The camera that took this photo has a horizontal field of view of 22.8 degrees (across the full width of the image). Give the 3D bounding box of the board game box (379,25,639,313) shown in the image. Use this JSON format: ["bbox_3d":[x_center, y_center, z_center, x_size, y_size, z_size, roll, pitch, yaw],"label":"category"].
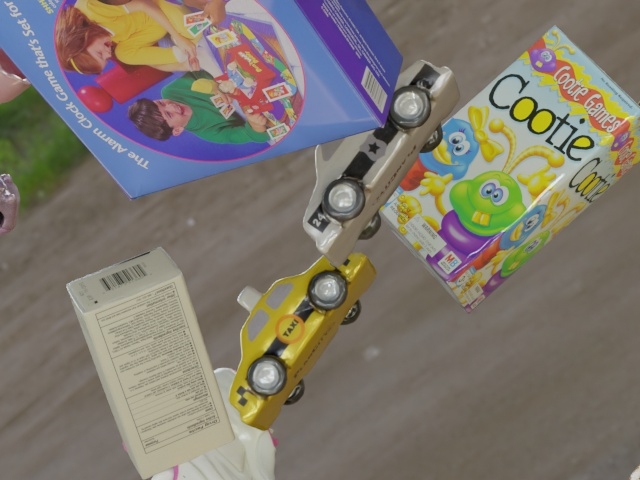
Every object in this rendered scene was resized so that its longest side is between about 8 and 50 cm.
[{"bbox_3d":[0.209,-0.074,1.741,0.275,0.142,0.144,-42,-21,0],"label":"board game box"}]

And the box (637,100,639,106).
[{"bbox_3d":[0.507,-0.226,2.040,0.201,0.021,0.164,-23,-18,-30],"label":"box"}]

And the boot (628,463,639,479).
[{"bbox_3d":[0.388,0.194,1.527,0.211,0.104,0.295,-25,32,60],"label":"boot"}]

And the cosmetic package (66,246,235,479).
[{"bbox_3d":[-0.093,0.068,0.879,0.060,0.115,0.041,-21,30,-14],"label":"cosmetic package"}]

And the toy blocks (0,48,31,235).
[{"bbox_3d":[-0.420,-0.194,1.663,0.260,0.288,0.309,-42,49,25],"label":"toy blocks"}]

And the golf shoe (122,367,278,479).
[{"bbox_3d":[-0.080,0.262,1.467,0.140,0.115,0.306,-15,53,-25],"label":"golf shoe"}]

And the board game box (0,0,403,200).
[{"bbox_3d":[-0.131,-0.195,1.097,0.233,0.347,0.078,-14,40,31],"label":"board game box"}]

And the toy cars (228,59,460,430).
[{"bbox_3d":[0.000,0.000,1.398,0.176,0.087,0.393,-38,-23,-51],"label":"toy cars"}]
